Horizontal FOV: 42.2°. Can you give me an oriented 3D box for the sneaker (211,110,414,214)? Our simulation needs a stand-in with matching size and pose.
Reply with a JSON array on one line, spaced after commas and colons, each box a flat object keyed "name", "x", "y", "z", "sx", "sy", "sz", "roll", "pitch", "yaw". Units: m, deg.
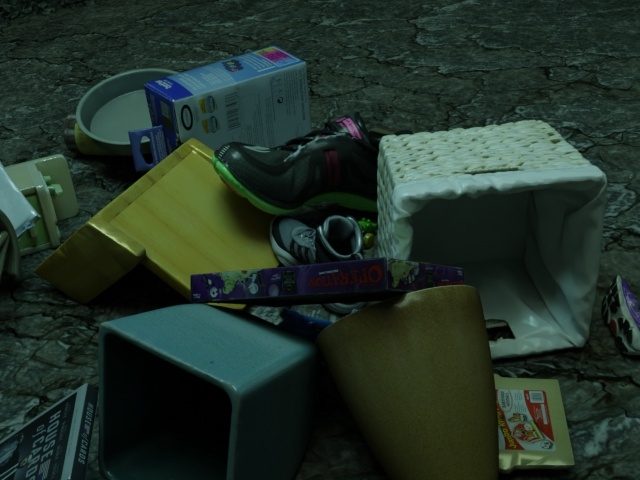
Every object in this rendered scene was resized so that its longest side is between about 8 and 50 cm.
[{"name": "sneaker", "x": 0.000, "y": -0.170, "z": 1.654, "sx": 0.483, "sy": 0.202, "sz": 0.185, "roll": -4, "pitch": 38, "yaw": -36}]

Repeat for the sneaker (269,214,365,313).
[{"name": "sneaker", "x": 0.000, "y": 0.000, "z": 1.519, "sx": 0.101, "sy": 0.153, "sz": 0.268, "roll": -19, "pitch": 47, "yaw": -30}]

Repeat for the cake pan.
[{"name": "cake pan", "x": -0.425, "y": -0.302, "z": 1.958, "sx": 0.293, "sy": 0.054, "sz": 0.293, "roll": -2, "pitch": 46, "yaw": 2}]

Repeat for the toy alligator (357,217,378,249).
[{"name": "toy alligator", "x": 0.082, "y": -0.020, "z": 1.663, "sx": 0.056, "sy": 0.051, "sz": 0.190, "roll": 21, "pitch": 41, "yaw": 32}]

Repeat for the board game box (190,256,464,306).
[{"name": "board game box", "x": 0.006, "y": 0.065, "z": 1.196, "sx": 0.347, "sy": 0.056, "sz": 0.208, "roll": -7, "pitch": -5, "yaw": 37}]

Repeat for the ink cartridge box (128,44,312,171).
[{"name": "ink cartridge box", "x": -0.220, "y": -0.245, "z": 1.841, "sx": 0.395, "sy": 0.270, "sz": 0.151, "roll": -24, "pitch": 36, "yaw": -28}]

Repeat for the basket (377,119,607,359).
[{"name": "basket", "x": 0.260, "y": -0.007, "z": 1.377, "sx": 0.328, "sy": 0.331, "sz": 0.266, "roll": -6, "pitch": 31, "yaw": -4}]

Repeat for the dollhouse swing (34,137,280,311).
[{"name": "dollhouse swing", "x": -0.289, "y": 0.023, "z": 1.634, "sx": 0.315, "sy": 0.305, "sz": 0.347, "roll": -33, "pitch": 13, "yaw": 40}]

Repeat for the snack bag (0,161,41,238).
[{"name": "snack bag", "x": -0.733, "y": -0.049, "z": 1.579, "sx": 0.323, "sy": 0.037, "sz": 0.342, "roll": -42, "pitch": 67, "yaw": 0}]

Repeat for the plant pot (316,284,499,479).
[{"name": "plant pot", "x": 0.140, "y": 0.221, "z": 1.116, "sx": 0.237, "sy": 0.237, "sz": 0.254, "roll": -12, "pitch": 69, "yaw": -11}]

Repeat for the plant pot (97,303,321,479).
[{"name": "plant pot", "x": -0.132, "y": 0.225, "z": 1.160, "sx": 0.248, "sy": 0.247, "sz": 0.252, "roll": 20, "pitch": 24, "yaw": 32}]

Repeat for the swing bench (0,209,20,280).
[{"name": "swing bench", "x": -0.684, "y": 0.059, "z": 1.435, "sx": 0.253, "sy": 0.165, "sz": 0.254, "roll": 7, "pitch": 65, "yaw": 15}]

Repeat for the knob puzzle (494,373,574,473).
[{"name": "knob puzzle", "x": 0.262, "y": 0.272, "z": 1.221, "sx": 0.213, "sy": 0.030, "sz": 0.213, "roll": -3, "pitch": 34, "yaw": 2}]

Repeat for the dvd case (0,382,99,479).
[{"name": "dvd case", "x": -0.403, "y": 0.316, "z": 1.117, "sx": 0.239, "sy": 0.029, "sz": 0.179, "roll": -35, "pitch": 30, "yaw": 14}]

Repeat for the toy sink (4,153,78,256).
[{"name": "toy sink", "x": -0.617, "y": -0.062, "z": 1.714, "sx": 0.234, "sy": 0.153, "sz": 0.131, "roll": -17, "pitch": 35, "yaw": -21}]

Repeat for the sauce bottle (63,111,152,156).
[{"name": "sauce bottle", "x": -0.452, "y": -0.257, "z": 2.032, "sx": 0.344, "sy": 0.111, "sz": 0.111, "roll": 5, "pitch": 34, "yaw": 12}]

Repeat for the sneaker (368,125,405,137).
[{"name": "sneaker", "x": 0.198, "y": -0.239, "z": 1.972, "sx": 0.071, "sy": 0.066, "sz": 0.188, "roll": -28, "pitch": 41, "yaw": -34}]

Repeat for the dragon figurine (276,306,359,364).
[{"name": "dragon figurine", "x": -0.050, "y": 0.175, "z": 1.351, "sx": 0.289, "sy": 0.085, "sz": 0.144, "roll": -27, "pitch": 39, "yaw": -33}]

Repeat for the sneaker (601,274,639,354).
[{"name": "sneaker", "x": 0.525, "y": 0.131, "z": 1.395, "sx": 0.071, "sy": 0.068, "sz": 0.170, "roll": 9, "pitch": 41, "yaw": -8}]
